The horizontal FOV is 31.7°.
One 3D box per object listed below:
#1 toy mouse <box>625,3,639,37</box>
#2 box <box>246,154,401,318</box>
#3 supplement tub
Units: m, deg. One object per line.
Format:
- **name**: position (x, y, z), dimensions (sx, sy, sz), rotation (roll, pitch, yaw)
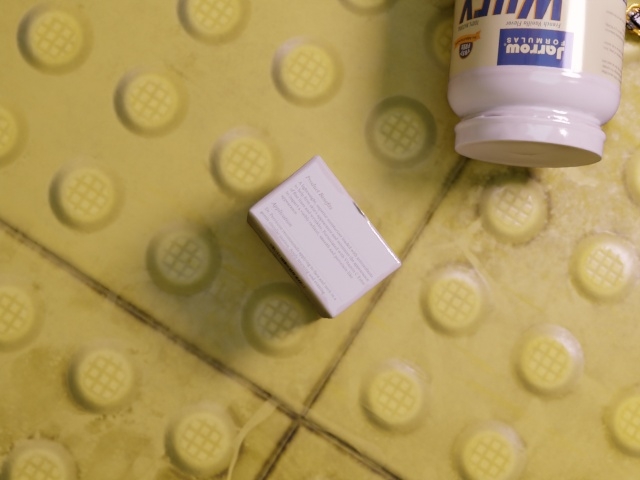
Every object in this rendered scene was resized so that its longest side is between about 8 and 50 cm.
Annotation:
- **toy mouse**: position (0.507, -0.354, 1.664), dimensions (0.161, 0.031, 0.143), rotation (37, 83, -2)
- **box**: position (0.000, 0.000, 1.511), dimensions (0.119, 0.182, 0.181), rotation (-38, 90, -5)
- **supplement tub**: position (0.295, -0.275, 1.534), dimensions (0.235, 0.235, 0.325), rotation (6, 85, -5)
